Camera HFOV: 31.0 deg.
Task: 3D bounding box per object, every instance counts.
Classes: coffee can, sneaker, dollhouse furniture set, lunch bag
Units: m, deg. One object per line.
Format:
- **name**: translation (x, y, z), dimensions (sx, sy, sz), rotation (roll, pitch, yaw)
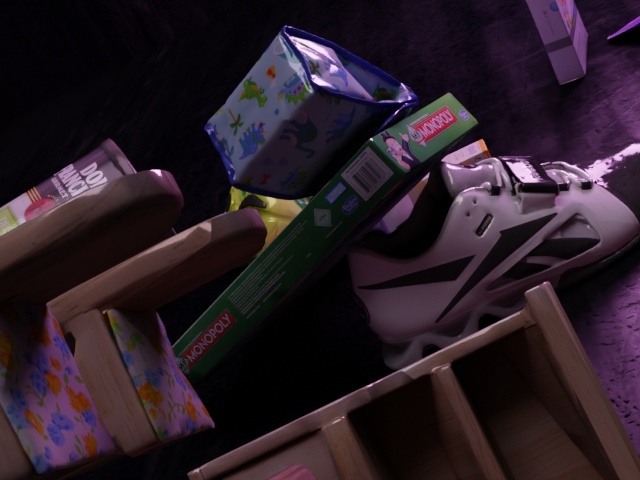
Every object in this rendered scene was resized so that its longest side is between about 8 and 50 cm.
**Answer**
- **coffee can**: translation (-0.330, 0.027, 1.471), dimensions (0.275, 0.201, 0.201), rotation (-34, 22, -10)
- **sneaker**: translation (-0.050, -0.009, 1.365), dimensions (0.123, 0.109, 0.295), rotation (12, 0, -14)
- **dollhouse furniture set**: translation (0.036, 0.151, 0.565), dimensions (0.256, 0.362, 0.394), rotation (-28, -8, 8)
- **lunch bag**: translation (-0.002, -0.100, 1.017), dimensions (0.129, 0.151, 0.096), rotation (-45, 56, 28)
- **sneaker**: translation (0.173, -0.025, 1.044), dimensions (0.330, 0.146, 0.122), rotation (-32, 21, -10)

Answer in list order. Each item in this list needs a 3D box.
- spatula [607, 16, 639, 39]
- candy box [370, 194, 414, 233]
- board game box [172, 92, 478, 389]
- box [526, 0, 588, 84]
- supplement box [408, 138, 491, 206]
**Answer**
- **spatula**: translation (0.464, -0.274, 1.383), dimensions (0.084, 0.030, 0.296), rotation (-35, 22, -20)
- **candy box**: translation (0.016, -0.099, 1.368), dimensions (0.070, 0.165, 0.196), rotation (-37, 22, -23)
- **board game box**: translation (0.000, 0.000, 1.098), dimensions (0.317, 0.046, 0.213), rotation (-45, -4, 29)
- **box**: translation (0.290, -0.311, 1.469), dimensions (0.038, 0.186, 0.145), rotation (-19, 23, 24)
- **supplement box**: translation (0.147, -0.059, 1.258), dimensions (0.098, 0.062, 0.036), rotation (-26, 23, 10)
